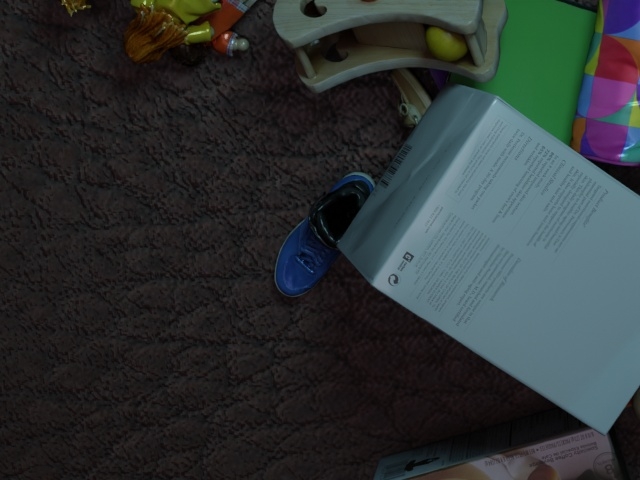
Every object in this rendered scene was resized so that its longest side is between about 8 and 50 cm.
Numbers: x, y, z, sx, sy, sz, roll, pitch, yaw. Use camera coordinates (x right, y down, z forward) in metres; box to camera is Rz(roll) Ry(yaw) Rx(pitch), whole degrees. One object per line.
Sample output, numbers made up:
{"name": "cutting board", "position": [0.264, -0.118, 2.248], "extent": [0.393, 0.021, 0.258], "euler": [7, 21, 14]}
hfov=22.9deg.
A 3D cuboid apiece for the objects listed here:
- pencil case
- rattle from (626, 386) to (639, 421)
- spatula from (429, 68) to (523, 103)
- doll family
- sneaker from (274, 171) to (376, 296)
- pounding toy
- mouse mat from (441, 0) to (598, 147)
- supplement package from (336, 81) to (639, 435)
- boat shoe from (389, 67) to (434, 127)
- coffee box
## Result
{"name": "pencil case", "position": [0.306, -0.185, 1.505], "extent": [0.104, 0.104, 0.236], "euler": [12, 103, 6]}
{"name": "rattle", "position": [0.367, 0.177, 1.585], "extent": [0.200, 0.143, 0.130], "euler": [-10, 57, 9]}
{"name": "spatula", "position": [0.186, -0.077, 1.580], "extent": [0.084, 0.030, 0.296], "euler": [-21, 99, -5]}
{"name": "doll family", "position": [-0.178, -0.272, 1.555], "extent": [0.263, 0.118, 0.163], "euler": [44, 104, -1]}
{"name": "sneaker", "position": [-0.001, -0.001, 1.596], "extent": [0.058, 0.084, 0.152], "euler": [40, 104, 0]}
{"name": "pounding toy", "position": [0.035, -0.234, 1.473], "extent": [0.269, 0.155, 0.154], "euler": [17, 62, 33]}
{"name": "mouse mat", "position": [0.196, -0.150, 1.549], "extent": [0.153, 0.007, 0.189], "euler": [15, 98, -12]}
{"name": "supplement package", "position": [0.188, 0.011, 1.471], "extent": [0.263, 0.198, 0.199], "euler": [33, 93, -12]}
{"name": "boat shoe", "position": [0.105, -0.106, 1.577], "extent": [0.048, 0.056, 0.153], "euler": [-29, 102, 8]}
{"name": "coffee box", "position": [0.192, 0.267, 1.609], "extent": [0.246, 0.098, 0.141], "euler": [-17, 98, 11]}
